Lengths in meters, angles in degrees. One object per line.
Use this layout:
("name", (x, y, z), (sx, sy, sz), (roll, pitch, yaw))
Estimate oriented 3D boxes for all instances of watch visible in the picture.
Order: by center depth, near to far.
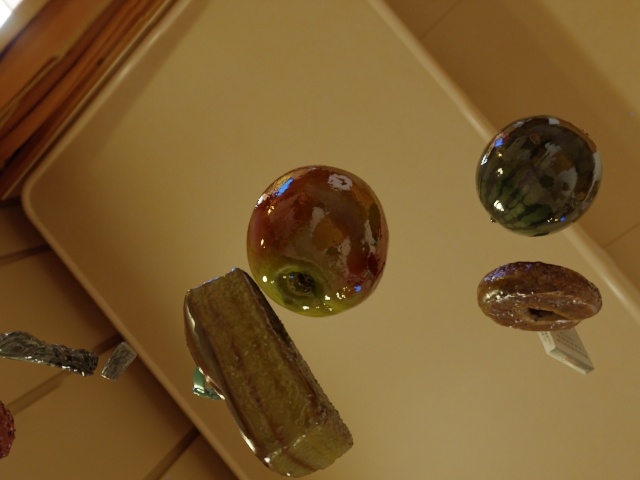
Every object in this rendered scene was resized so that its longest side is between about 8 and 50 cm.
("watch", (-0.287, 0.378, 1.760), (0.237, 0.068, 0.195), (-30, -57, -46))

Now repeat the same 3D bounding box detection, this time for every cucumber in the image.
("cucumber", (-0.588, 0.354, 1.694), (0.064, 0.112, 0.064), (37, 174, 4))

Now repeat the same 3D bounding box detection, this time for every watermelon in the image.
("watermelon", (0.372, -0.109, 1.009), (0.212, 0.212, 0.212), (42, -158, -21))

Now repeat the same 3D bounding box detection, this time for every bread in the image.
("bread", (-0.070, 0.173, 0.736), (0.234, 0.111, 0.184), (53, 173, 33))
("bread", (0.342, 0.090, 0.928), (0.193, 0.193, 0.063), (35, -125, -34))

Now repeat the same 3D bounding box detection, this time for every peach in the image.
("peach", (0.000, 0.000, 0.890), (0.231, 0.231, 0.231), (42, -158, -21))

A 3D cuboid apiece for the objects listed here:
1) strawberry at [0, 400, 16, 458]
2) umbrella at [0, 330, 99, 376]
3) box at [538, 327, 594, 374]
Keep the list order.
("strawberry", (-0.720, 0.375, 1.160), (0.184, 0.187, 0.201), (-77, -18, -69))
("umbrella", (-0.439, 0.169, 0.905), (0.188, 0.050, 0.046), (26, 179, -34))
("box", (0.561, 0.198, 1.405), (0.139, 0.035, 0.245), (29, -147, -20))
